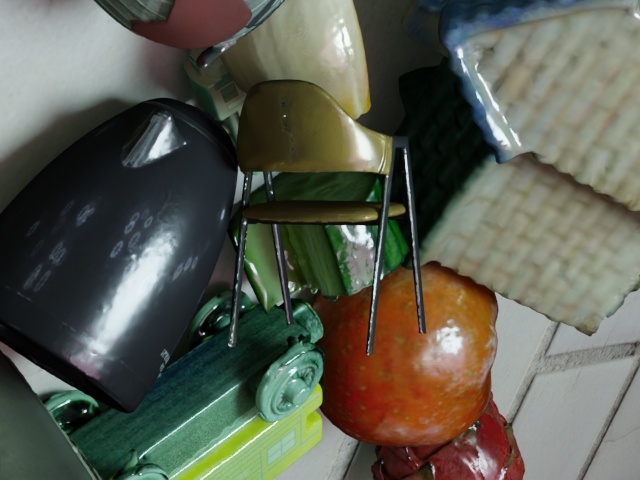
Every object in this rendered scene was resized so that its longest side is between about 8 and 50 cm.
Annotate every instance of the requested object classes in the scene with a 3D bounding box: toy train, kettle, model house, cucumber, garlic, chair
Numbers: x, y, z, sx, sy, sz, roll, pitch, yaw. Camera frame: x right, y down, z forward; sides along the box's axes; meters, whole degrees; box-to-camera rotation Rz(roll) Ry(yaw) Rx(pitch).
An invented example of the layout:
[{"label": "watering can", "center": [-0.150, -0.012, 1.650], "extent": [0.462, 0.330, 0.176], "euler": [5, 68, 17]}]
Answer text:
[{"label": "toy train", "center": [-0.067, -0.151, 1.104], "extent": [0.125, 0.081, 0.194], "euler": [-34, 138, -14]}, {"label": "kettle", "center": [-0.192, 0.002, 1.007], "extent": [0.290, 0.207, 0.268], "euler": [-59, 172, -19]}, {"label": "model house", "center": [0.261, -0.181, 1.223], "extent": [0.395, 0.399, 0.445], "euler": [-77, -168, -50]}, {"label": "cucumber", "center": [0.007, -0.006, 1.184], "extent": [0.191, 0.191, 0.130], "euler": [-38, 117, -23]}, {"label": "toy train", "center": [-0.167, 0.248, 1.216], "extent": [0.442, 0.179, 0.272], "euler": [-33, 144, -29]}, {"label": "garlic", "center": [-0.025, -0.230, 0.990], "extent": [0.164, 0.145, 0.245], "euler": [-2, 79, -60]}, {"label": "chair", "center": [0.002, -0.023, 0.984], "extent": [0.172, 0.158, 0.247], "euler": [-6, 96, -64]}]

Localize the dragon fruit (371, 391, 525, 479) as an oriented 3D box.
[{"label": "dragon fruit", "center": [0.207, 0.354, 1.642], "extent": [0.244, 0.244, 0.299], "euler": [8, 87, -50]}]

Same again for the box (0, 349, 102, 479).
[{"label": "box", "center": [-0.326, 0.234, 0.927], "extent": [0.220, 0.290, 0.166], "euler": [-26, 145, -33]}]

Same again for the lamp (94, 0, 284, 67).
[{"label": "lamp", "center": [-0.107, -0.283, 0.820], "extent": [0.233, 0.233, 0.265], "euler": [5, 110, -50]}]

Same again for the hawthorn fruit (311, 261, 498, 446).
[{"label": "hawthorn fruit", "center": [0.116, 0.145, 1.373], "extent": [0.284, 0.284, 0.284], "euler": [-28, 135, -32]}]
